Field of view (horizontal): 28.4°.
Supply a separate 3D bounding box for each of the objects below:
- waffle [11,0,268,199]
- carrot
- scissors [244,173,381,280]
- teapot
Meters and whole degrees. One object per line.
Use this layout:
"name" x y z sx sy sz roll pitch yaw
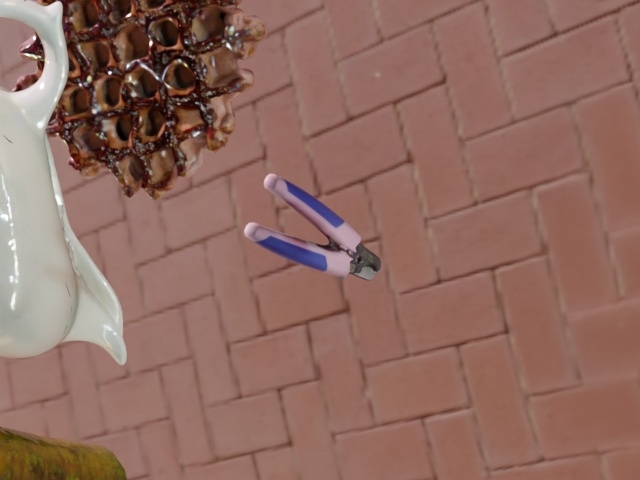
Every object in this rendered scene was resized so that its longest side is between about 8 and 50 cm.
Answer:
"waffle" -0.163 -0.152 1.088 0.221 0.055 0.234 33 114 10
"carrot" -0.209 0.173 0.893 0.082 0.173 0.082 -8 77 39
"scissors" 0.000 0.000 0.705 0.012 0.113 0.039 14 78 42
"teapot" -0.233 -0.034 0.952 0.208 0.166 0.300 -96 7 -65
